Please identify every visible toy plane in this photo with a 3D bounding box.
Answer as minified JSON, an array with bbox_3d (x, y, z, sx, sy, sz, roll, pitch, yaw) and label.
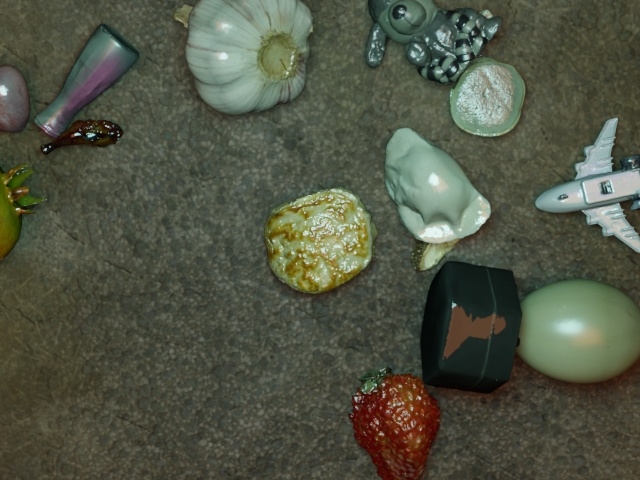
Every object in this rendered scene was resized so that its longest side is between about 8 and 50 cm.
[{"bbox_3d":[0.515,-0.094,1.508,0.255,0.101,0.251,-11,85,1],"label":"toy plane"}]

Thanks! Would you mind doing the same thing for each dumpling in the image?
[{"bbox_3d":[0.189,-0.089,1.501,0.151,0.124,0.229,-45,75,23],"label":"dumpling"}]

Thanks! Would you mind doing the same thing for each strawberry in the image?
[{"bbox_3d":[0.149,0.356,1.558,0.175,0.107,0.236,-31,97,4],"label":"strawberry"}]

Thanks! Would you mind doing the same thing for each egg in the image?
[{"bbox_3d":[0.456,0.160,1.496,0.242,0.186,0.186,4,97,5],"label":"egg"}]

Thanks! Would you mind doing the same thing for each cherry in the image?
[{"bbox_3d":[-0.564,-0.257,1.485,0.106,0.087,0.126,-39,93,8],"label":"cherry"}]

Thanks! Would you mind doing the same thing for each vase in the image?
[{"bbox_3d":[-0.421,-0.277,1.490,0.086,0.086,0.214,42,99,-5],"label":"vase"}]

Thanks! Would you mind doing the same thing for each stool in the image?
[{"bbox_3d":[0.262,0.153,1.481,0.141,0.232,0.232,8,97,-3],"label":"stool"}]

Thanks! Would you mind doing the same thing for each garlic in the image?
[{"bbox_3d":[-0.157,-0.349,1.446,0.253,0.245,0.245,29,97,33],"label":"garlic"}]

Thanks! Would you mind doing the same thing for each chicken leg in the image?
[{"bbox_3d":[-0.425,-0.185,1.502,0.145,0.062,0.037,-10,54,-25],"label":"chicken leg"}]

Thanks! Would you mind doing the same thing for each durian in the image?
[{"bbox_3d":[0.215,0.003,1.542,0.130,0.052,0.066,-44,96,2],"label":"durian"}]

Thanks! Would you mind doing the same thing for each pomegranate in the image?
[{"bbox_3d":[-0.610,-0.057,1.452,0.257,0.221,0.221,-24,97,-5],"label":"pomegranate"}]

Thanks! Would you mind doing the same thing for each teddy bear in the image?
[{"bbox_3d":[0.164,-0.358,1.455,0.251,0.144,0.171,24,110,0],"label":"teddy bear"}]

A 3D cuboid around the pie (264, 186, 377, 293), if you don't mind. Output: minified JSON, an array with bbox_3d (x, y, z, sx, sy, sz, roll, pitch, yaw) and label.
[{"bbox_3d":[0.000,0.000,1.523,0.205,0.084,0.179,-22,95,4],"label":"pie"}]

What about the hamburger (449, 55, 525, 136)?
[{"bbox_3d":[0.299,-0.256,1.506,0.133,0.062,0.140,16,99,1],"label":"hamburger"}]
